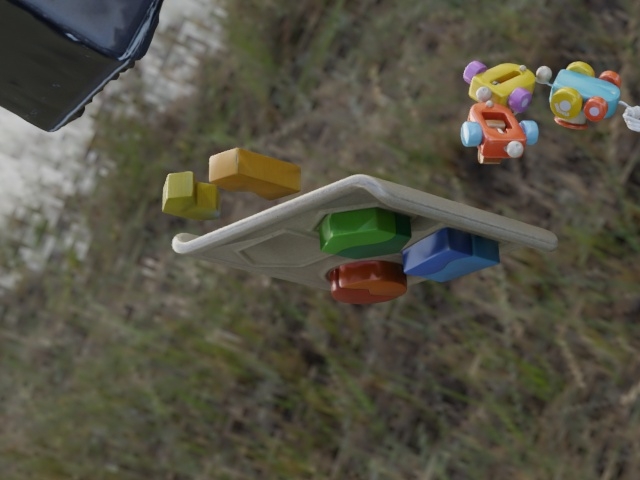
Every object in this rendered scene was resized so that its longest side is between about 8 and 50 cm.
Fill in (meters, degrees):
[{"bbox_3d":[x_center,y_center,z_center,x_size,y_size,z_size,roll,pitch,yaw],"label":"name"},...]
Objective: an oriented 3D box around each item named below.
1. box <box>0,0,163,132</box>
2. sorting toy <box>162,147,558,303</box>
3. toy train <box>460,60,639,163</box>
[{"bbox_3d":[-0.157,-0.251,0.749,0.294,0.296,0.183,-63,13,-14],"label":"box"},{"bbox_3d":[0.000,0.000,1.338,0.229,0.307,0.041,-15,69,43],"label":"sorting toy"},{"bbox_3d":[0.173,-0.092,1.389,0.125,0.166,0.046,-119,32,-47],"label":"toy train"}]
